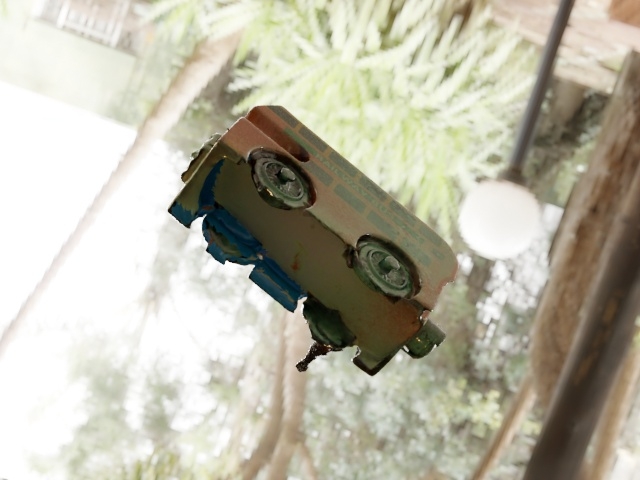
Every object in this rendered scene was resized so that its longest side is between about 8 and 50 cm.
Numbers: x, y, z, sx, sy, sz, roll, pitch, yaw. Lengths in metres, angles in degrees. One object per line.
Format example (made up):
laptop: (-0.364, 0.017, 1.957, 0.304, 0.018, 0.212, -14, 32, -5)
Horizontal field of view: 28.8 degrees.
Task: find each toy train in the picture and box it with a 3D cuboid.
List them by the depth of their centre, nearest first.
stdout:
toy train: (0.000, 0.000, 0.763, 0.188, 0.072, 0.099, 39, -153, -4)

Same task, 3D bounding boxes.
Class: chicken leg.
chicken leg: (0.012, 0.096, 1.183, 0.021, 0.083, 0.036, 54, 163, 21)
